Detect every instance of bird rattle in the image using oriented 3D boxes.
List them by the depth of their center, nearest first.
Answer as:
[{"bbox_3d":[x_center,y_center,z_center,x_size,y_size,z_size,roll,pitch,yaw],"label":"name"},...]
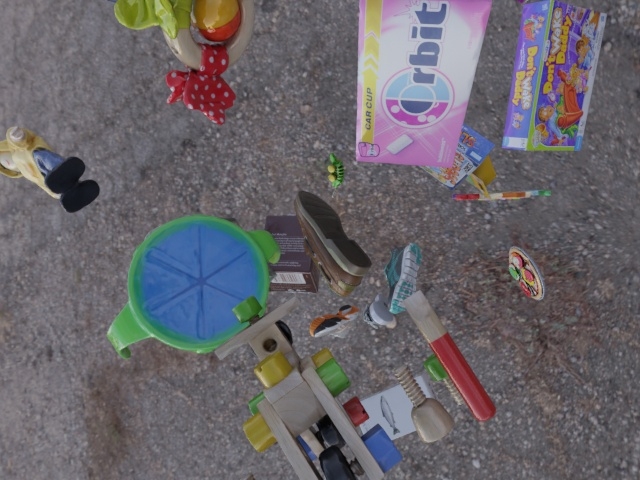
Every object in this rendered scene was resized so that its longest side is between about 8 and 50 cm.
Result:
[{"bbox_3d":[-0.174,-0.319,0.684,0.143,0.253,0.207,29,72,38],"label":"bird rattle"}]

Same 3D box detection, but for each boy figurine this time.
[{"bbox_3d":[-0.575,-0.156,0.906,0.285,0.092,0.177,22,145,27],"label":"boy figurine"}]

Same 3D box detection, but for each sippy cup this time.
[{"bbox_3d":[-0.227,0.099,0.849,0.224,0.305,0.240,130,141,-65],"label":"sippy cup"}]

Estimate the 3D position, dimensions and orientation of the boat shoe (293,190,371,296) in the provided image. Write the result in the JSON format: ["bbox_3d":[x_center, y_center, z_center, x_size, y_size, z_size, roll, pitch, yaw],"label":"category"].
[{"bbox_3d":[0.000,0.000,1.066,0.104,0.110,0.307,-60,40,28],"label":"boat shoe"}]

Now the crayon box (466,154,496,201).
[{"bbox_3d":[0.467,-0.286,1.505,0.083,0.203,0.323,-46,61,10],"label":"crayon box"}]

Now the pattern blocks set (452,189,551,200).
[{"bbox_3d":[0.644,-0.161,1.615,0.324,0.285,0.026,-2,97,13],"label":"pattern blocks set"}]

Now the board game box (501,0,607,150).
[{"bbox_3d":[0.607,-0.412,1.171,0.078,0.233,0.347,28,120,57],"label":"board game box"}]

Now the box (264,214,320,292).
[{"bbox_3d":[-0.089,0.045,1.438,0.168,0.167,0.203,1,63,10],"label":"box"}]

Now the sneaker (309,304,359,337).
[{"bbox_3d":[0.065,0.369,1.879,0.099,0.262,0.121,20,117,46],"label":"sneaker"}]

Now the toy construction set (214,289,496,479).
[{"bbox_3d":[-0.003,0.147,0.515,0.308,0.257,0.237,-33,82,17],"label":"toy construction set"}]

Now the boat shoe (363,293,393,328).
[{"bbox_3d":[0.236,0.312,1.916,0.113,0.306,0.105,41,102,-2],"label":"boat shoe"}]

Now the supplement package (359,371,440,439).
[{"bbox_3d":[0.183,0.393,1.048,0.179,0.105,0.105,-28,72,12],"label":"supplement package"}]

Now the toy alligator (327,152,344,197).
[{"bbox_3d":[0.065,-0.233,1.651,0.051,0.056,0.190,17,133,27],"label":"toy alligator"}]

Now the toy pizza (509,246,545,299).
[{"bbox_3d":[0.704,0.116,1.556,0.032,0.201,0.201,-23,74,1],"label":"toy pizza"}]

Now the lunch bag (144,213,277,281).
[{"bbox_3d":[-0.300,0.059,1.213,0.169,0.287,0.235,-49,66,22],"label":"lunch bag"}]

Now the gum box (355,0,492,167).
[{"bbox_3d":[0.093,-0.164,0.443,0.107,0.188,0.062,6,52,8],"label":"gum box"}]

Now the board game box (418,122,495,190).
[{"bbox_3d":[0.170,-0.143,0.672,0.136,0.201,0.035,37,92,8],"label":"board game box"}]

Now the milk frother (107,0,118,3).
[{"bbox_3d":[-0.419,-0.590,1.002,0.143,0.129,0.135,-49,36,14],"label":"milk frother"}]

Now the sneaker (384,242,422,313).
[{"bbox_3d":[0.178,0.086,1.028,0.076,0.065,0.167,-2,62,49],"label":"sneaker"}]

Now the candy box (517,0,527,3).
[{"bbox_3d":[0.256,-0.385,0.472,0.233,0.071,0.159,-38,81,-9],"label":"candy box"}]
